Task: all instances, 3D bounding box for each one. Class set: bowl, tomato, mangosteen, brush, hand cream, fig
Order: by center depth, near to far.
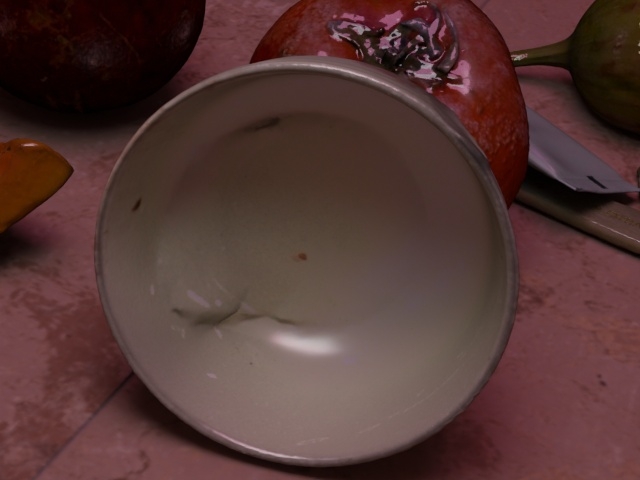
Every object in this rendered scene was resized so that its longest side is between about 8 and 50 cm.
[{"bbox_3d":[0.000,0.000,1.113,0.277,0.277,0.145,12,20,6],"label":"bowl"},{"bbox_3d":[0.045,-0.083,1.278,0.232,0.188,0.232,-1,53,1],"label":"tomato"},{"bbox_3d":[-0.190,-0.226,1.363,0.215,0.257,0.215,13,52,-17],"label":"mangosteen"},{"bbox_3d":[0.150,-0.056,1.397,0.336,0.020,0.085,24,39,20],"label":"brush"},{"bbox_3d":[0.131,-0.126,1.442,0.320,0.067,0.109,37,23,33],"label":"hand cream"},{"bbox_3d":[0.240,-0.163,1.502,0.245,0.149,0.149,-1,33,21],"label":"fig"}]

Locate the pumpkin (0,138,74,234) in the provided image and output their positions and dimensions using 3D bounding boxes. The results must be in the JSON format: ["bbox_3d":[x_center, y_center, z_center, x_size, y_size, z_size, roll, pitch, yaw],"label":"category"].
[{"bbox_3d":[-0.369,-0.046,1.230,0.290,0.095,0.258,31,47,33],"label":"pumpkin"}]

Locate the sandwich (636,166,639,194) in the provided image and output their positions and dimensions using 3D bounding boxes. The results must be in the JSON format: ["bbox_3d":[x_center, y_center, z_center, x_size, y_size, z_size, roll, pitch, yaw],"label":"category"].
[{"bbox_3d":[0.355,-0.075,1.382,0.163,0.113,0.079,7,37,0],"label":"sandwich"}]
